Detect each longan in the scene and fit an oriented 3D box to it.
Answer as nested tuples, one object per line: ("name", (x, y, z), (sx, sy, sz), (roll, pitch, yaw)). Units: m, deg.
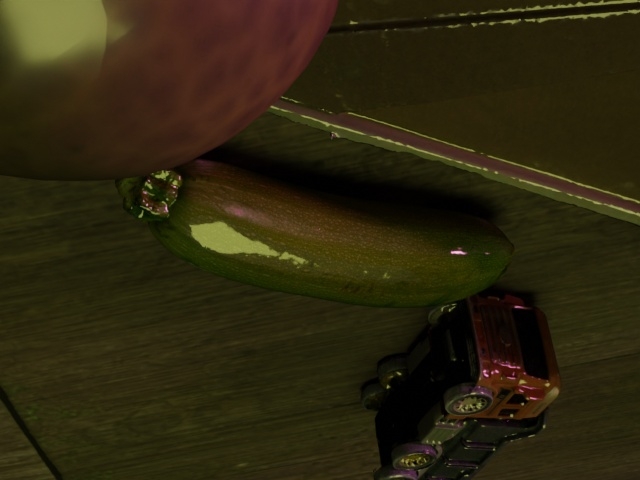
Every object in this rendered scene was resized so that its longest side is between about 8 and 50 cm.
("longan", (-0.094, -0.117, 0.513), (0.198, 0.198, 0.212), (-30, 152, 28))

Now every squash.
("squash", (0.000, 0.000, 0.799), (0.258, 0.069, 0.069), (10, 141, -24))

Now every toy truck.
("toy truck", (0.097, 0.115, 0.970), (0.092, 0.083, 0.192), (7, 143, -21))

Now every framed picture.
("framed picture", (0.128, -0.101, 0.658), (0.315, 0.024, 0.232), (16, 140, -11))
